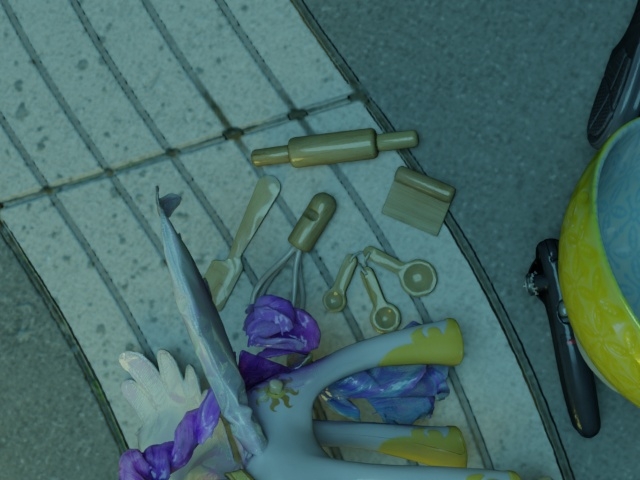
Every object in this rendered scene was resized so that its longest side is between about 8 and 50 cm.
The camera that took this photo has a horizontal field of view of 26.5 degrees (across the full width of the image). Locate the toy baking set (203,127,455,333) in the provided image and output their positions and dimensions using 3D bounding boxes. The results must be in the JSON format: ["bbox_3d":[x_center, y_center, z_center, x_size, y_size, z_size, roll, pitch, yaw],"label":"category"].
[{"bbox_3d":[0.001,-0.007,1.293,0.256,0.030,0.196,-2,88,12],"label":"toy baking set"}]

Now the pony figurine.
[{"bbox_3d":[-0.046,0.158,1.169,0.364,0.302,0.351,-4,44,-14],"label":"pony figurine"}]

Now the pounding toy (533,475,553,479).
[{"bbox_3d":[0.194,0.290,1.220,0.141,0.100,0.130,-20,70,8],"label":"pounding toy"}]

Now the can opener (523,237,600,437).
[{"bbox_3d":[0.227,0.086,1.227,0.073,0.059,0.186,-8,86,11],"label":"can opener"}]

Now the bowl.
[{"bbox_3d":[0.303,0.052,1.144,0.289,0.289,0.156,52,139,9],"label":"bowl"}]

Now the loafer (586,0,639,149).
[{"bbox_3d":[0.333,-0.210,1.204,0.095,0.109,0.302,20,99,-7],"label":"loafer"}]
